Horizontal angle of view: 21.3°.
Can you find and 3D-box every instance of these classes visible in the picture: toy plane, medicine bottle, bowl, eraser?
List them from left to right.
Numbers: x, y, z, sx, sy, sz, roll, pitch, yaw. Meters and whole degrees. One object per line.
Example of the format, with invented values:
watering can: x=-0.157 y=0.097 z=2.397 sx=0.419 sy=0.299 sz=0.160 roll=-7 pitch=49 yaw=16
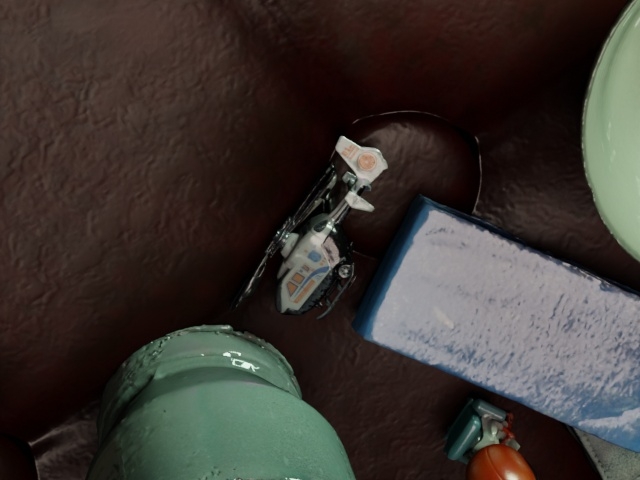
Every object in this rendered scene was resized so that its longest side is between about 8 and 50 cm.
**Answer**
medicine bottle: x=-0.086 y=0.226 z=1.474 sx=0.245 sy=0.290 sz=0.245 roll=-4 pitch=117 yaw=-8
toy plane: x=0.001 y=0.000 z=1.517 sx=0.078 sy=0.053 sz=0.197 roll=29 pitch=111 yaw=-14
eraser: x=0.198 y=0.081 z=1.574 sx=0.312 sy=0.042 sz=0.144 roll=24 pitch=101 yaw=-14
bowl: x=0.361 y=-0.136 z=1.466 sx=0.337 sy=0.157 sz=0.337 roll=-5 pitch=115 yaw=-10

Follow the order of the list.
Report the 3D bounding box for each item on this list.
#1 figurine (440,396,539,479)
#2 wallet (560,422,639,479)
figurine: x=0.161 y=0.207 z=1.601 sx=0.075 sy=0.140 sz=0.068 roll=27 pitch=111 yaw=-23
wallet: x=0.340 y=0.139 z=1.664 sx=0.222 sy=0.036 sz=0.167 roll=-31 pitch=118 yaw=3
